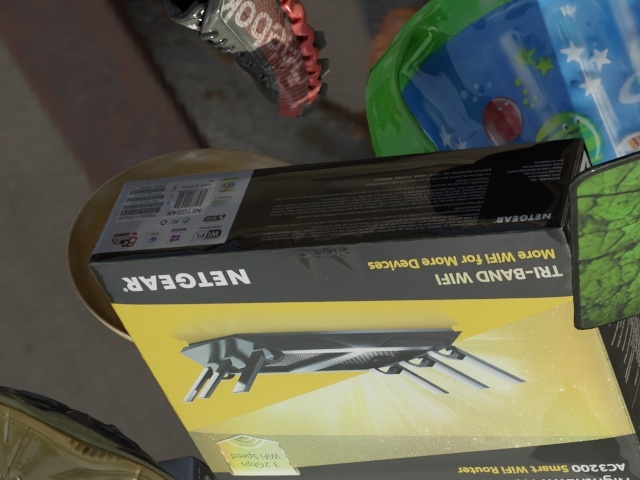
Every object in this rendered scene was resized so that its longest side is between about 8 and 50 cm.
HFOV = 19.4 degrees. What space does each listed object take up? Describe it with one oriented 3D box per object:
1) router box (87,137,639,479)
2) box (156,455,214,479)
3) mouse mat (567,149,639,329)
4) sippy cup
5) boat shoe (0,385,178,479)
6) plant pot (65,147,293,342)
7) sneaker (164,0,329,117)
[{"bbox_3d":[0.043,0.061,1.178,0.309,0.081,0.243,-5,133,25],"label":"router box"},{"bbox_3d":[-0.207,0.361,2.025,0.183,0.059,0.232,-13,63,20],"label":"box"},{"bbox_3d":[0.195,-0.012,0.919,0.153,0.189,0.007,-18,65,0],"label":"mouse mat"},{"bbox_3d":[0.189,-0.070,1.358,0.305,0.240,0.224,-20,70,-4],"label":"sippy cup"},{"bbox_3d":[-0.160,0.167,1.355,0.224,0.073,0.080,29,112,-7],"label":"boat shoe"},{"bbox_3d":[-0.090,0.014,1.538,0.236,0.236,0.032,26,139,23],"label":"plant pot"},{"bbox_3d":[-0.079,-0.218,1.805,0.097,0.135,0.276,40,157,45],"label":"sneaker"}]
